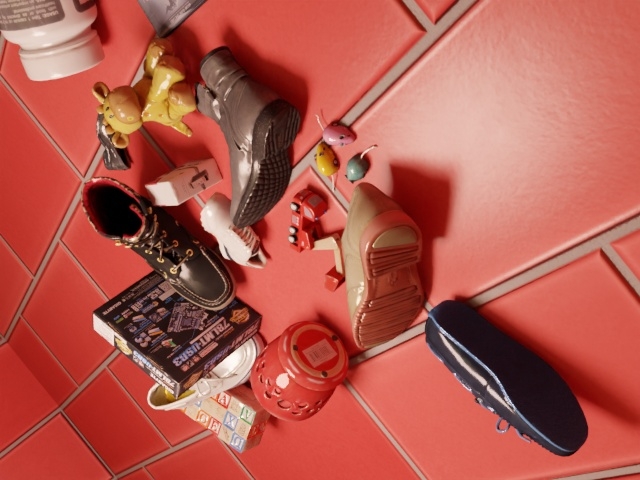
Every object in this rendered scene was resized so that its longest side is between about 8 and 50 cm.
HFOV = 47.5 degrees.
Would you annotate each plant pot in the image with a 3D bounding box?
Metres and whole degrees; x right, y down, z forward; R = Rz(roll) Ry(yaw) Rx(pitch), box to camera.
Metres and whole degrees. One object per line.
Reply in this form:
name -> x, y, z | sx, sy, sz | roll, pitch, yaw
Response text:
plant pot -> -0.043, 0.285, 1.641 | 0.191, 0.191, 0.174 | 43, 134, 10

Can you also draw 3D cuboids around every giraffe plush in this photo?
giraffe plush -> -0.363, -0.284, 1.473 | 0.181, 0.170, 0.210 | 61, 158, 22

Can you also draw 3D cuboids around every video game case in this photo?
video game case -> -0.327, -0.545, 1.378 | 0.196, 0.026, 0.274 | -18, 106, 50

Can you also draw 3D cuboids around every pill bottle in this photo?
pill bottle -> -0.587, -0.531, 1.502 | 0.204, 0.204, 0.361 | 14, 129, 37

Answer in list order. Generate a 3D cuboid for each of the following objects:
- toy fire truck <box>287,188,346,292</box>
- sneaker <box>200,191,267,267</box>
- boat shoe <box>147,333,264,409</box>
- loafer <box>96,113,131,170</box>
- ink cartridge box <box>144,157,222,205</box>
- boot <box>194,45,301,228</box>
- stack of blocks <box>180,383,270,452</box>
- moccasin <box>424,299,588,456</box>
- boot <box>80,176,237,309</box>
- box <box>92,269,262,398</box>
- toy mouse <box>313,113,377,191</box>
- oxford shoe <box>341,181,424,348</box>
toy fire truck -> 0.000, 0.000, 1.475 | 0.135, 0.047, 0.192 | 30, 136, 24
sneaker -> -0.182, -0.020, 1.582 | 0.094, 0.090, 0.235 | 28, 162, 28
boat shoe -> -0.316, 0.343, 1.880 | 0.367, 0.156, 0.136 | -30, 76, 26
loafer -> -0.501, -0.246, 1.775 | 0.061, 0.062, 0.170 | 9, 133, 13
ink cartridge box -> -0.300, -0.129, 1.598 | 0.099, 0.135, 0.056 | 0, 117, 44
boot -> -0.163, -0.201, 1.447 | 0.222, 0.118, 0.338 | 43, 136, 21
stack of blocks -> -0.277, 0.425, 2.002 | 0.297, 0.087, 0.171 | 27, 105, 27
moccasin -> 0.328, 0.247, 1.308 | 0.342, 0.137, 0.117 | 49, 149, 26
boot -> -0.373, 0.006, 1.680 | 0.377, 0.138, 0.284 | 46, 179, 16
box -> -0.347, 0.198, 1.779 | 0.293, 0.295, 0.073 | 35, 137, 18
toy mouse -> 0.041, -0.156, 1.321 | 0.143, 0.031, 0.161 | 1, 121, 44
oxford shoe -> 0.109, 0.057, 1.381 | 0.397, 0.140, 0.147 | 94, 156, -47
